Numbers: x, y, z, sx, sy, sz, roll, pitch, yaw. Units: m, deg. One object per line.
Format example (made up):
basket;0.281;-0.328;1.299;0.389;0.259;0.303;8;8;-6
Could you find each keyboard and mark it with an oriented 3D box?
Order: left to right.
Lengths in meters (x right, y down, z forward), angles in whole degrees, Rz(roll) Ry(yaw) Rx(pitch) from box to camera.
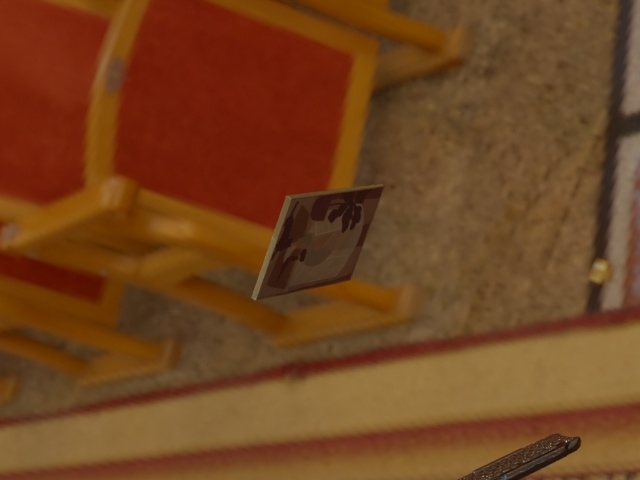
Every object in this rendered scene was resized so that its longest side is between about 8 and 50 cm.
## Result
keyboard;0.174;0.281;1.976;0.016;0.262;0.106;67;167;-4

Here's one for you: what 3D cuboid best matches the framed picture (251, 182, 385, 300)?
framed picture;0.000;0.000;2.085;0.010;0.201;0.136;30;112;29
